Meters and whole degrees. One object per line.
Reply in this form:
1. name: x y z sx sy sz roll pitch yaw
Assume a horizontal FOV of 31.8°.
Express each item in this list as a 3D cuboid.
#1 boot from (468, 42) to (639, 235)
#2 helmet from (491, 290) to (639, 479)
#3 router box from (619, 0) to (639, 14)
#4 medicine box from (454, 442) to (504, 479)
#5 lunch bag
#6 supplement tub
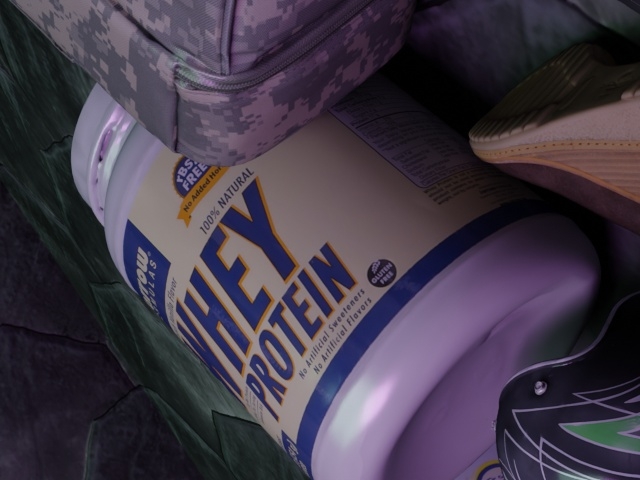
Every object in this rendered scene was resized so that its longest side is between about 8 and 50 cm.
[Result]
1. boot: 0.193 -0.006 0.601 0.207 0.090 0.248 49 171 -14
2. helmet: 0.197 0.127 0.687 0.169 0.161 0.169 42 155 25
3. router box: 0.158 -0.159 0.504 0.092 0.038 0.122 42 156 25
4. medicine box: 0.208 0.304 0.927 0.263 0.149 0.289 40 158 29
5. lunch bag: -0.075 -0.228 0.625 0.305 0.212 0.256 44 157 18
6. supplement tub: 0.000 0.000 0.780 0.325 0.235 0.235 42 155 28
